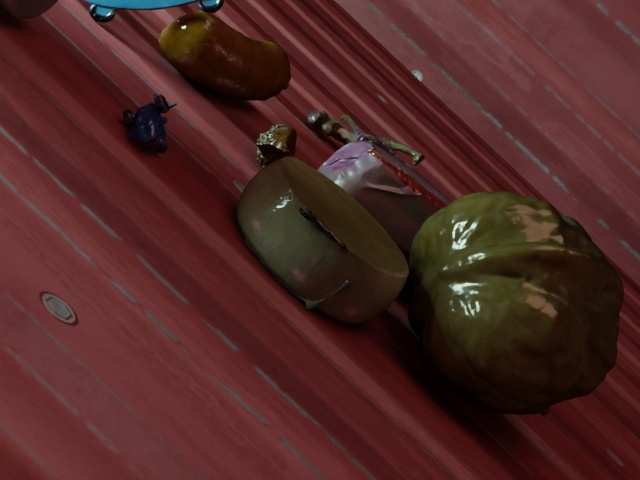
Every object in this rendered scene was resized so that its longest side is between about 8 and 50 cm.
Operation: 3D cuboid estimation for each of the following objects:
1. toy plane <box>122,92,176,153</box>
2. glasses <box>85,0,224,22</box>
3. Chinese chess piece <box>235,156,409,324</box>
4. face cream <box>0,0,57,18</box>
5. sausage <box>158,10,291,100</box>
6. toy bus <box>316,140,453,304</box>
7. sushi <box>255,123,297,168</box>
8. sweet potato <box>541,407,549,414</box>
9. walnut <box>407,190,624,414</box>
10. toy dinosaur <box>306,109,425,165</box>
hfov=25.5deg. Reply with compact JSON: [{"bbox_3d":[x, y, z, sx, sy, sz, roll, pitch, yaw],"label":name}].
[{"bbox_3d":[-0.198,-0.143,1.689,0.167,0.054,0.062,-94,160,-68],"label":"toy plane"},{"bbox_3d":[-0.245,-0.384,1.998,0.239,0.102,0.207,-8,22,-11],"label":"glasses"},{"bbox_3d":[0.000,0.000,1.711,0.238,0.092,0.237,41,15,-13],"label":"Chinese chess piece"},{"bbox_3d":[-0.354,-0.324,1.640,0.104,0.117,0.117,40,13,17],"label":"face cream"},{"bbox_3d":[-0.139,-0.266,2.071,0.109,0.109,0.270,50,15,23],"label":"sausage"},{"bbox_3d":[0.114,-0.016,1.963,0.303,0.147,0.127,38,10,-24],"label":"toy bus"},{"bbox_3d":[-0.063,-0.129,1.974,0.120,0.055,0.052,-69,156,-67],"label":"sushi"},{"bbox_3d":[0.261,0.098,2.101,0.106,0.095,0.354,87,-18,-45],"label":"sweet potato"},{"bbox_3d":[0.245,0.083,1.810,0.277,0.282,0.253,23,-15,-38],"label":"walnut"},{"bbox_3d":[0.080,-0.173,2.451,0.200,0.072,0.251,36,23,14],"label":"toy dinosaur"}]
